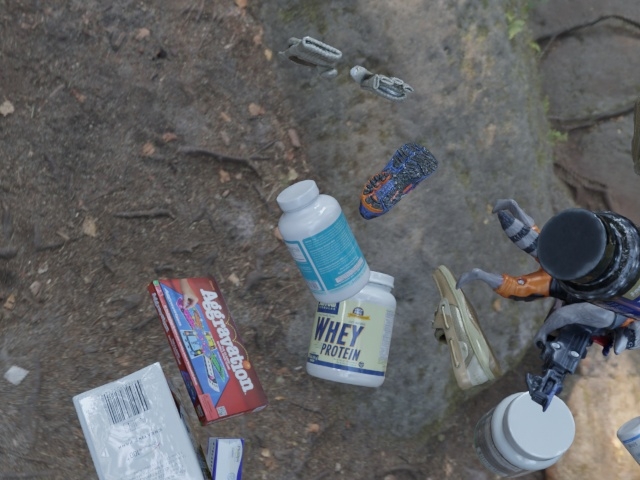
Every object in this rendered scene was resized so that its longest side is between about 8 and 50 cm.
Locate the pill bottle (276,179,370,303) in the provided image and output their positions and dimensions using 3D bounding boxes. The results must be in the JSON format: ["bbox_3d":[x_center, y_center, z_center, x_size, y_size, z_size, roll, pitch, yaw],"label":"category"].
[{"bbox_3d":[0.000,0.000,1.421,0.146,0.146,0.264,-41,119,-30],"label":"pill bottle"}]

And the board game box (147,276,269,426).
[{"bbox_3d":[-0.207,0.194,1.178,0.145,0.027,0.281,0,55,-49],"label":"board game box"}]

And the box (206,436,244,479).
[{"bbox_3d":[-0.253,0.579,1.662,0.072,0.137,0.126,8,72,-19],"label":"box"}]

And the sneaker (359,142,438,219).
[{"bbox_3d":[0.146,-0.117,1.251,0.221,0.087,0.083,-37,82,-30],"label":"sneaker"}]

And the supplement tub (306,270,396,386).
[{"bbox_3d":[0.096,0.254,1.893,0.236,0.235,0.324,14,81,-26],"label":"supplement tub"}]

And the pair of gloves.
[{"bbox_3d":[0.047,-0.311,1.187,0.240,0.204,0.042,19,99,-21],"label":"pair of gloves"}]

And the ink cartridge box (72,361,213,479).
[{"bbox_3d":[-0.247,0.361,0.995,0.130,0.309,0.271,-21,74,-14],"label":"ink cartridge box"}]

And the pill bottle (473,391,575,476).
[{"bbox_3d":[0.561,0.539,1.775,0.204,0.361,0.204,0,65,0],"label":"pill bottle"}]

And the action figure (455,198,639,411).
[{"bbox_3d":[0.405,0.100,1.070,0.330,0.178,0.341,28,50,8],"label":"action figure"}]

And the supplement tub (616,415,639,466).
[{"bbox_3d":[0.622,0.394,1.206,0.071,0.071,0.107,-30,78,-31],"label":"supplement tub"}]

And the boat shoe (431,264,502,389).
[{"bbox_3d":[0.313,0.194,1.508,0.121,0.110,0.341,51,16,-37],"label":"boat shoe"}]

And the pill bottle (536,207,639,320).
[{"bbox_3d":[0.388,0.031,0.848,0.219,0.123,0.122,17,70,-37],"label":"pill bottle"}]

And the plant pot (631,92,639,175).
[{"bbox_3d":[0.571,-0.181,0.798,0.334,0.306,0.333,7,90,-69],"label":"plant pot"}]
